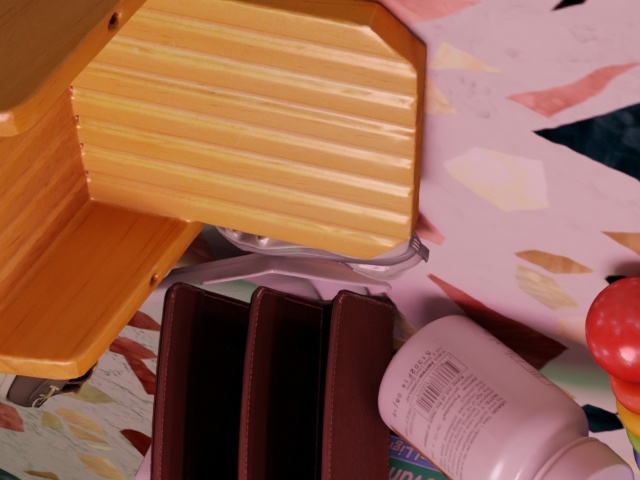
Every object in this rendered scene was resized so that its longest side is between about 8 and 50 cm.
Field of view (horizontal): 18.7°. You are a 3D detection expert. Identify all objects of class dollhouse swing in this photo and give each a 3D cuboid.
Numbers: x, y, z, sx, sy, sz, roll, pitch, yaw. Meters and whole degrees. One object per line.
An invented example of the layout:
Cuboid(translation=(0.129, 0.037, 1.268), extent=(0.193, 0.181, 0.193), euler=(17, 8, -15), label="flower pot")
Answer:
Cuboid(translation=(-0.124, -0.031, 1.499), extent=(0.305, 0.315, 0.347), euler=(26, 148, 18), label="dollhouse swing")

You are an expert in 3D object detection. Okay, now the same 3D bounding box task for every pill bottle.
Cuboid(translation=(0.171, 0.180, 1.782), extent=(0.229, 0.131, 0.131), euler=(39, 168, 36), label="pill bottle")

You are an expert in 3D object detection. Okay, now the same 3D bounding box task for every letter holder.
Cuboid(translation=(-0.046, 0.195, 1.807), extent=(0.152, 0.302, 0.214), euler=(-3, 170, 26), label="letter holder")

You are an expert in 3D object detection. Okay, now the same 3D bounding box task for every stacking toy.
Cuboid(translation=(0.313, 0.153, 1.697), extent=(0.141, 0.141, 0.330), euler=(6, 147, 36), label="stacking toy")

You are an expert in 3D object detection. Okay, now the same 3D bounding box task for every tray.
Cuboid(translation=(-0.065, 0.040, 1.893), extent=(0.145, 0.030, 0.270), euler=(10, 168, -35), label="tray")

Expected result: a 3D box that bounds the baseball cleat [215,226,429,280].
Cuboid(translation=(0.000, 0.000, 1.743), extent=(0.206, 0.072, 0.109), euler=(12, 160, 35), label="baseball cleat")

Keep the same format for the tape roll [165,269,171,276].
Cuboid(translation=(-0.303, -0.085, 1.854), extent=(0.392, 0.072, 0.392), euler=(21, 157, 10), label="tape roll")

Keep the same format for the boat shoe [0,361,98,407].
Cuboid(translation=(-0.310, 0.139, 2.285), extent=(0.091, 0.109, 0.305), euler=(30, 153, -1), label="boat shoe")

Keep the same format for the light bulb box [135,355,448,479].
Cuboid(translation=(0.047, 0.284, 2.101), extent=(0.358, 0.225, 0.361), euler=(14, 154, 24), label="light bulb box")
